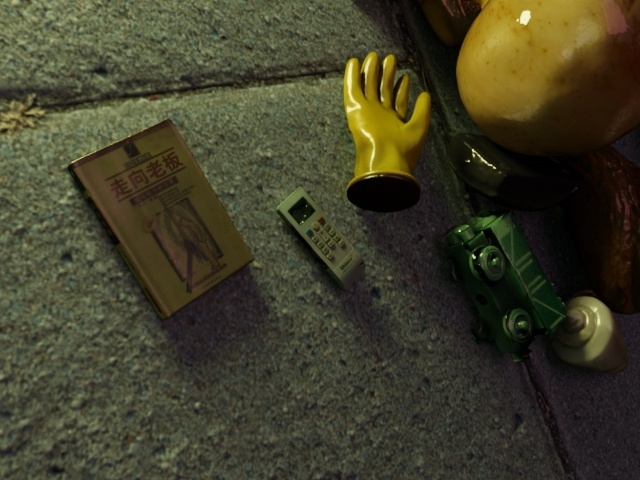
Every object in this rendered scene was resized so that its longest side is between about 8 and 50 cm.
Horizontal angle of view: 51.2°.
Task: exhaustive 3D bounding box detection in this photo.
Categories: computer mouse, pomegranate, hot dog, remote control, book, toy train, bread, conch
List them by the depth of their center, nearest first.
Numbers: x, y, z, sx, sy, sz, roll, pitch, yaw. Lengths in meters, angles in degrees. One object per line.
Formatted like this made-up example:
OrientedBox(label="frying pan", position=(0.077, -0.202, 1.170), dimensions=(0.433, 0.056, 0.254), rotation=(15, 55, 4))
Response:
OrientedBox(label="book", position=(-0.204, -0.032, 0.888), dimensions=(0.161, 0.026, 0.230), rotation=(-35, 97, -38))
OrientedBox(label="remote control", position=(0.000, 0.000, 1.025), dimensions=(0.166, 0.029, 0.065), rotation=(49, 55, -8))
OrientedBox(label="pomegranate", position=(0.412, -0.340, 1.166), dimensions=(0.412, 0.411, 0.411), rotation=(12, 69, -33))
OrientedBox(label="toy train", position=(0.322, 0.079, 1.182), dimensions=(0.154, 0.115, 0.269), rotation=(-32, 95, -33))
OrientedBox(label="computer mouse", position=(0.360, -0.119, 1.259), dimensions=(0.269, 0.100, 0.170), rotation=(2, 34, -33))
OrientedBox(label="conch", position=(0.519, 0.198, 1.304), dimensions=(0.255, 0.127, 0.158), rotation=(50, 17, -38))
OrientedBox(label="bread", position=(0.225, -0.528, 1.311), dimensions=(0.142, 0.091, 0.305), rotation=(-32, 95, -28))
OrientedBox(label="hot dog", position=(0.601, -0.043, 1.365), dimensions=(0.267, 0.174, 0.387), rotation=(-2, 71, -47))

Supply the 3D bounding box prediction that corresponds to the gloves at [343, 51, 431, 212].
OrientedBox(label="gloves", position=(0.106, -0.202, 1.129), dimensions=(0.133, 0.116, 0.294), rotation=(25, 56, -36))
